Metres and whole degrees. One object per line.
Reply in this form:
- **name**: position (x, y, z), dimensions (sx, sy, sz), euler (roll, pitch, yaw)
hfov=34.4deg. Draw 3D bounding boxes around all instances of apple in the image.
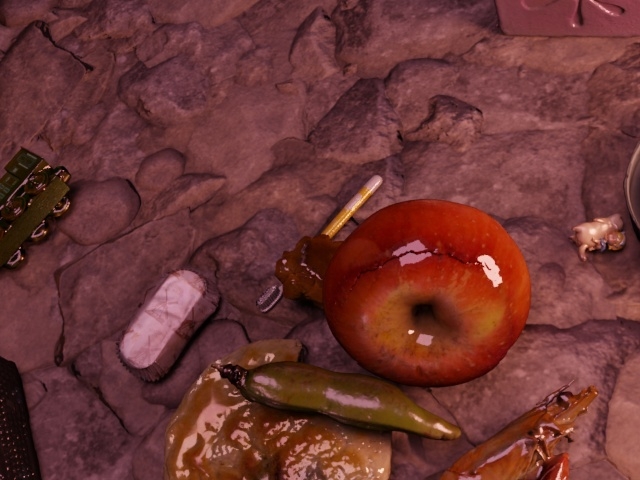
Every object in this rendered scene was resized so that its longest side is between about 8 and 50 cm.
- **apple**: position (0.141, 0.063, 1.385), dimensions (0.272, 0.251, 0.206), euler (-20, 26, 18)

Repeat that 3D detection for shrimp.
- **shrimp**: position (0.262, 0.299, 1.298), dimensions (0.287, 0.063, 0.152), euler (-39, 56, -4)

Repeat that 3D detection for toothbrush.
- **toothbrush**: position (0.000, 0.000, 1.606), dimensions (0.021, 0.024, 0.288), euler (32, 73, 35)

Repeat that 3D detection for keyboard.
- **keyboard**: position (-0.463, 0.275, 1.541), dimensions (0.016, 0.106, 0.262), euler (-32, 53, 10)

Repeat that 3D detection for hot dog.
- **hot dog**: position (-0.237, 0.125, 1.589), dimensions (0.108, 0.059, 0.191), euler (29, 67, 18)

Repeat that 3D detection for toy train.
- **toy train**: position (-0.534, -0.050, 1.792), dimensions (0.137, 0.090, 0.225), euler (26, 70, 39)

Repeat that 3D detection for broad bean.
- **broad bean**: position (0.021, 0.205, 1.368), dimensions (0.339, 0.061, 0.077), euler (11, 31, 5)

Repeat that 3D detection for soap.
- **soap**: position (0.398, -0.446, 1.591), dimensions (0.285, 0.296, 0.107), euler (5, 60, 24)

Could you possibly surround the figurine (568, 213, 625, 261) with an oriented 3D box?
- **figurine**: position (0.397, -0.002, 1.462), dimensions (0.083, 0.047, 0.050), euler (-19, 69, -2)

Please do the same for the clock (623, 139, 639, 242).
- **clock**: position (0.580, -0.067, 1.422), dimensions (0.313, 0.061, 0.312), euler (-9, 56, 14)

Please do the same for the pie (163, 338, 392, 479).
- **pie**: position (-0.067, 0.292, 1.410), dimensions (0.338, 0.075, 0.337), euler (-8, 57, 12)

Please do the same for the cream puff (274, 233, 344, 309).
- **cream puff**: position (-0.006, 0.050, 1.538), dimensions (0.122, 0.094, 0.116), euler (-4, 52, -26)
